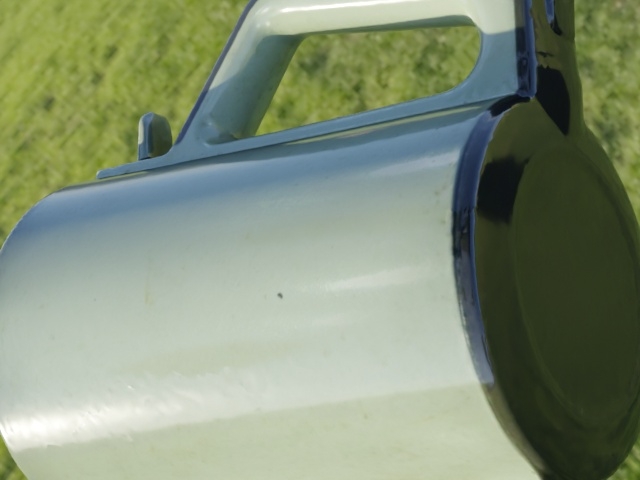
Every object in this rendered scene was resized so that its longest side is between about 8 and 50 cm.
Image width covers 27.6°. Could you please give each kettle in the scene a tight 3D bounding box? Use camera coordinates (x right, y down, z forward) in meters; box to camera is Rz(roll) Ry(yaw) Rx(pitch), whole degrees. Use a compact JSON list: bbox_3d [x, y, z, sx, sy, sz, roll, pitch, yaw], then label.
[{"bbox_3d":[0.000,0.000,0.846,0.376,0.250,0.361,-11,71,37],"label":"kettle"}]
